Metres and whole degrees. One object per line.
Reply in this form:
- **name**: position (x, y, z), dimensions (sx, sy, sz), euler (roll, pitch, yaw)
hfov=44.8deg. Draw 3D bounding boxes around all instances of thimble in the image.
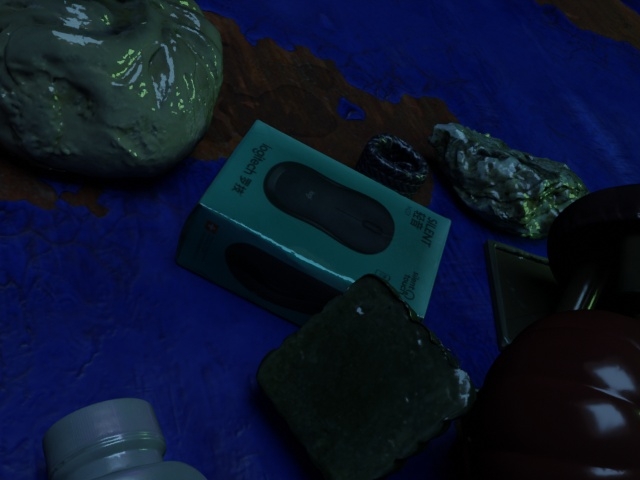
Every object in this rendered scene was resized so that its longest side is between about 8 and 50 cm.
- **thimble**: position (0.109, -0.110, 1.193), dimensions (0.104, 0.066, 0.095), euler (46, 43, 16)

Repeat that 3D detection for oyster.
- **oyster**: position (0.313, -0.100, 1.261), dimensions (0.268, 0.112, 0.198), euler (7, 48, -19)

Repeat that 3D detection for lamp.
- **lamp**: position (0.292, 0.224, 0.840), dimensions (0.303, 0.257, 0.303), euler (5, 84, -49)

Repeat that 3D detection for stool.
- **stool**: position (0.437, 0.070, 1.052), dimensions (0.272, 0.272, 0.178), euler (24, 57, -7)

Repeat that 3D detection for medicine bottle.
- **medicine bottle**: position (-0.151, 0.288, 0.659), dimensions (0.161, 0.111, 0.296), euler (-5, 52, -31)

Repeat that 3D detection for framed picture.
- **framed picture**: position (0.381, 0.112, 1.169), dimensions (0.281, 0.019, 0.209), euler (17, 45, -13)

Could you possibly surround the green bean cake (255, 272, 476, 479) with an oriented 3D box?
- **green bean cake**: position (0.052, 0.155, 0.839), dimensions (0.183, 0.185, 0.094), euler (51, 9, 22)

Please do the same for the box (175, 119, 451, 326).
- **box**: position (0.000, 0.000, 0.998), dimensions (0.311, 0.118, 0.205), euler (28, 45, -2)

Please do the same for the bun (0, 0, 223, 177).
- **bun**: position (-0.298, -0.253, 1.002), dimensions (0.360, 0.211, 0.359), euler (16, 45, -17)
